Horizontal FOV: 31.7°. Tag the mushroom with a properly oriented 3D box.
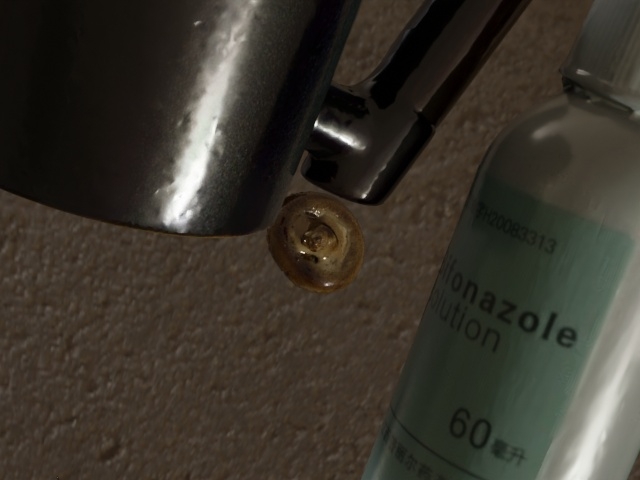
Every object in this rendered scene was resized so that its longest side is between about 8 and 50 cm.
[{"bbox_3d":[-0.006,0.003,1.301,0.126,0.085,0.109,63,30,-7],"label":"mushroom"}]

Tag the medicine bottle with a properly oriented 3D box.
[{"bbox_3d":[0.112,0.006,0.489,0.110,0.351,0.110,18,13,-4],"label":"medicine bottle"}]

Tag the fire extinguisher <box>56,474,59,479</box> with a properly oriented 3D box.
[{"bbox_3d":[-0.453,0.394,1.484,0.268,0.072,0.089,-21,49,-30],"label":"fire extinguisher"}]

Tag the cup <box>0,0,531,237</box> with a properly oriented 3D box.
[{"bbox_3d":[-0.024,-0.097,0.427,0.239,0.177,0.166,15,14,-7],"label":"cup"}]
